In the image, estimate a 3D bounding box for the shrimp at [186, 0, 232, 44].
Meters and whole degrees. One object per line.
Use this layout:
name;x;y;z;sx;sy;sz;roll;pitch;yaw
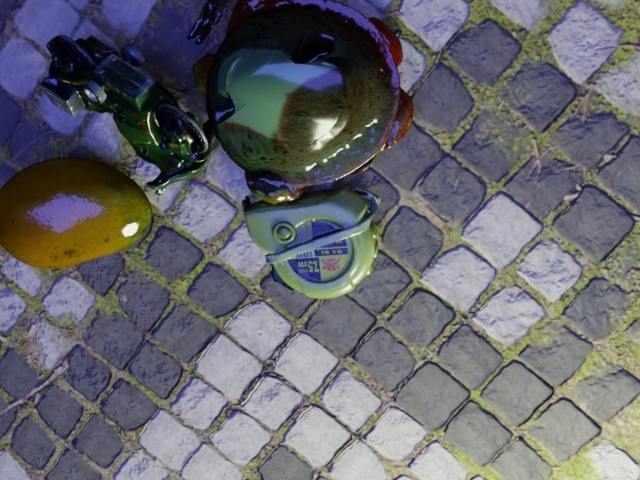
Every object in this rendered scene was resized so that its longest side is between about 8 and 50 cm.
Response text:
shrimp;-0.116;-0.376;1.119;0.117;0.066;0.262;34;96;17

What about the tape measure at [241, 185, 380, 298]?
tape measure;0.000;0.000;1.186;0.178;0.087;0.154;-9;103;12

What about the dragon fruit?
dragon fruit;-0.031;-0.188;1.124;0.295;0.130;0.268;4;111;11

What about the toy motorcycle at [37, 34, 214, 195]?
toy motorcycle;-0.244;-0.168;1.165;0.275;0.187;0.125;35;69;17

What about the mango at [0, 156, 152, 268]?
mango;-0.348;-0.043;1.235;0.221;0.120;0.151;-16;105;9
